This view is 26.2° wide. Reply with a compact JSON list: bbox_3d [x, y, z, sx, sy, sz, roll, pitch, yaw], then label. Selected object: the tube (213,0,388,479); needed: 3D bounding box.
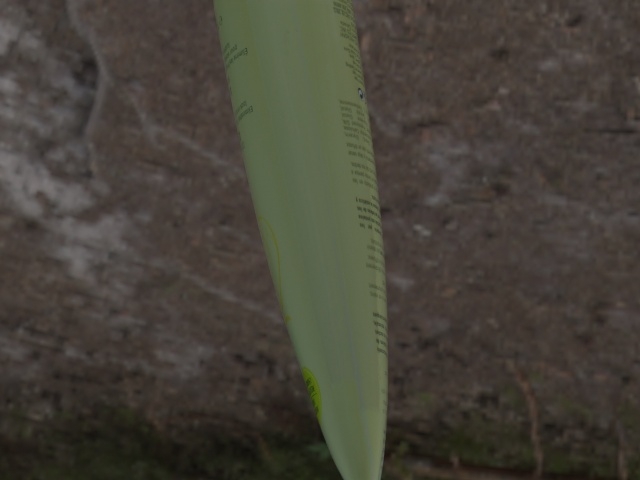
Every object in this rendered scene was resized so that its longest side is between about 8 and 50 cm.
[{"bbox_3d":[0.000,0.000,0.573,0.062,0.240,0.070,-21,163,41],"label":"tube"}]
